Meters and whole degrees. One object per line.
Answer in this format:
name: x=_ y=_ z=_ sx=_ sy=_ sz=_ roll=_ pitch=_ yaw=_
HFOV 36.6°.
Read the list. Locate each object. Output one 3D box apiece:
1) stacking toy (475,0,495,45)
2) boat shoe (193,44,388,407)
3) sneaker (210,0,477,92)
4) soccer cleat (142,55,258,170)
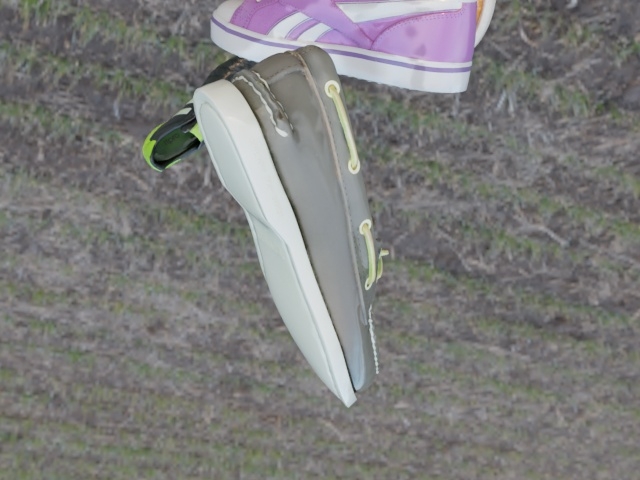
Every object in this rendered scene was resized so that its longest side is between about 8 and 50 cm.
stacking toy: x=0.050 y=-0.455 z=1.778 sx=0.480 sy=0.350 sz=0.350 roll=-20 pitch=157 yaw=-29
boat shoe: x=0.002 y=0.002 z=0.709 sx=0.091 sy=0.109 sz=0.305 roll=-31 pitch=130 yaw=-15
sneaker: x=0.018 y=-0.233 z=0.873 sx=0.282 sy=0.102 sz=0.161 roll=15 pitch=113 yaw=32
soccer cleat: x=-0.127 y=-0.142 z=1.099 sx=0.179 sy=0.072 sz=0.060 roll=-41 pitch=116 yaw=6
